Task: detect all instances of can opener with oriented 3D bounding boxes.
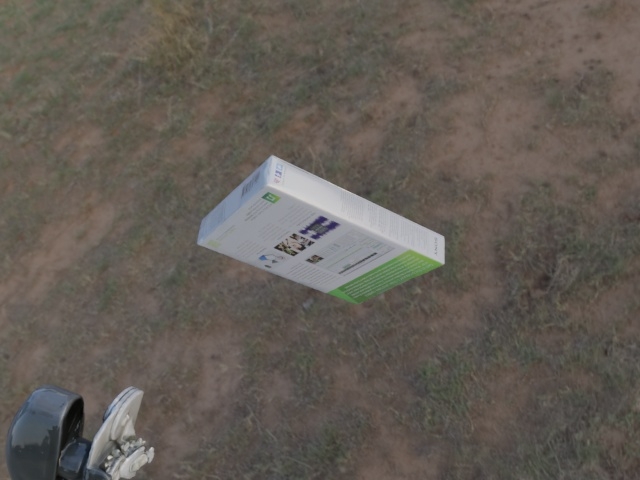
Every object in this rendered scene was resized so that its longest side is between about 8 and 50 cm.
[{"bbox_3d":[-0.192,0.226,0.496,0.093,0.280,0.074,18,19,4],"label":"can opener"}]

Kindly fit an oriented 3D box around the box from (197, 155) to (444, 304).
[{"bbox_3d":[0.000,0.000,1.022,0.232,0.322,0.059,-32,42,49],"label":"box"}]
